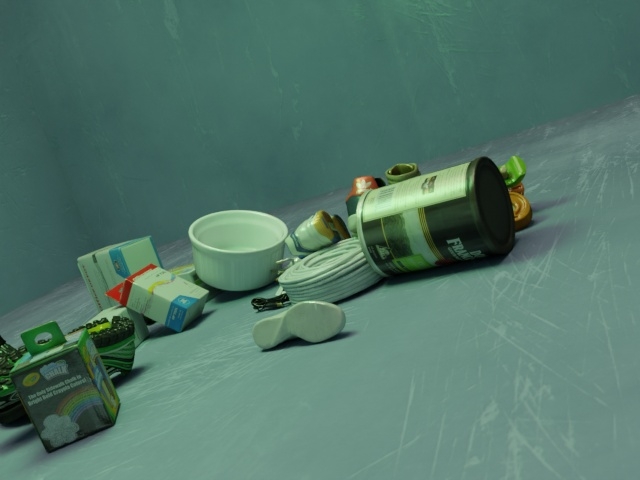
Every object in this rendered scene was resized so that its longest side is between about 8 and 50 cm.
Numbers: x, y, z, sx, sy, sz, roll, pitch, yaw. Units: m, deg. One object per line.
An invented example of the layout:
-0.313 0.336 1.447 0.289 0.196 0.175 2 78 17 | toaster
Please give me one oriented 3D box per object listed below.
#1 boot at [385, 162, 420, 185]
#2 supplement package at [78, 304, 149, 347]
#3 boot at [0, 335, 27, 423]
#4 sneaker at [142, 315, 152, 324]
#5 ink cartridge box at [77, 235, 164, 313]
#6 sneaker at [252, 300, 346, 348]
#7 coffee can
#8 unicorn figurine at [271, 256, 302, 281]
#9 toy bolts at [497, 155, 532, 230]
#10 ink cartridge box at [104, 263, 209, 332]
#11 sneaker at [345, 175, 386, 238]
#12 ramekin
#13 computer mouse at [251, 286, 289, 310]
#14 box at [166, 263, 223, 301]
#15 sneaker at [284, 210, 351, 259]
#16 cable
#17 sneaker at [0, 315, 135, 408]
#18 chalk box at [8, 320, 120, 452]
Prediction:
0.230 -0.101 1.815 0.095 0.204 0.262 -19 11 7 | boot
-0.532 0.238 1.814 0.105 0.105 0.179 -18 10 11 | supplement package
-0.733 0.268 1.601 0.347 0.260 0.131 -10 14 48 | boot
-0.542 0.222 2.048 0.170 0.063 0.075 -12 6 21 | sneaker
-0.642 0.123 2.319 0.307 0.223 0.129 -10 13 46 | ink cartridge box
-0.029 0.154 1.363 0.212 0.080 0.094 -15 -1 35 | sneaker
0.243 -0.044 1.491 0.275 0.202 0.201 -14 12 34 | coffee can
-0.067 0.072 1.895 0.111 0.060 0.162 -13 1 -20 | unicorn figurine
0.383 -0.065 1.676 0.228 0.159 0.218 -10 51 4 | toy bolts
-0.429 0.139 1.854 0.230 0.078 0.134 24 21 9 | ink cartridge box
0.136 -0.082 1.836 0.131 0.148 0.350 -4 -8 5 | sneaker
-0.231 0.029 1.997 0.277 0.135 0.277 3 25 -1 | ramekin
-0.078 0.115 1.745 0.106 0.042 0.193 -14 12 38 | computer mouse
-0.405 0.136 2.118 0.203 0.103 0.114 -13 12 37 | box
0.000 0.000 1.832 0.130 0.112 0.296 -31 -20 13 | sneaker
0.034 0.071 1.626 0.257 0.089 0.257 -19 10 13 | cable
-0.531 0.279 1.477 0.343 0.147 0.134 -18 19 -42 | sneaker
-0.479 0.252 1.309 0.132 0.213 0.132 -22 10 -8 | chalk box
